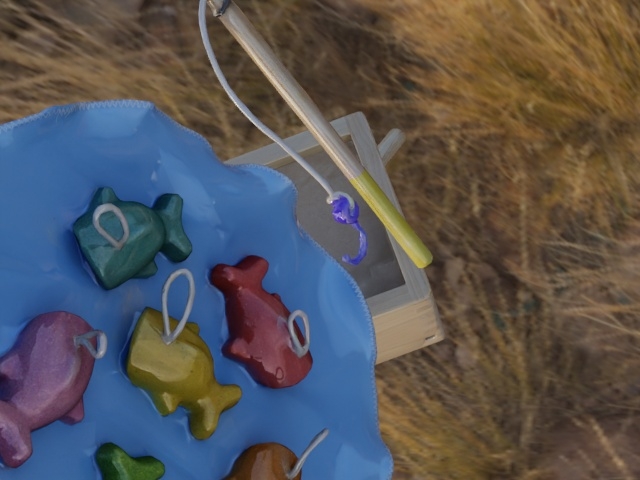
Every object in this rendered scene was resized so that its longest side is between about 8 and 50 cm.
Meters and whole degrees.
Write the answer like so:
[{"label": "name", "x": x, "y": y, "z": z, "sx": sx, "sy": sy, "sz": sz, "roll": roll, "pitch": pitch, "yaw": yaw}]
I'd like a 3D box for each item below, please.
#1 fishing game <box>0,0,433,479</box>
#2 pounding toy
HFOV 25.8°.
[{"label": "fishing game", "x": -0.038, "y": 0.047, "z": 0.402, "sx": 0.041, "sy": 0.264, "sz": 0.189, "roll": -18, "pitch": 116, "yaw": 43}, {"label": "pounding toy", "x": 0.000, "y": 0.000, "z": 0.746, "sx": 0.130, "sy": 0.100, "sz": 0.141, "roll": -20, "pitch": 66, "yaw": 2}]
